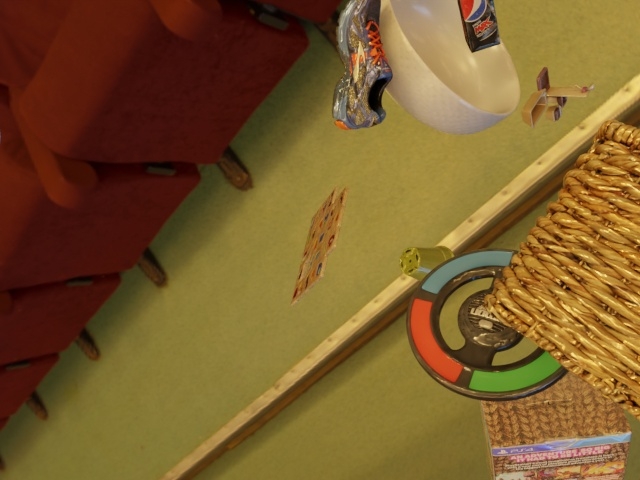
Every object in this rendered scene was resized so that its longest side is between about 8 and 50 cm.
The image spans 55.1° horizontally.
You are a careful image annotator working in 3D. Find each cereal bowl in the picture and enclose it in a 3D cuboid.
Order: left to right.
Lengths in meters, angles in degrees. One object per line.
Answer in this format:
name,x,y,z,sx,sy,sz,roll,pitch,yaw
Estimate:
cereal bowl,0.206,-0.332,1.136,0.141,0.339,0.339,-37,78,43

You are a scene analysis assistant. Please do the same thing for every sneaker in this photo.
sneaker,0.079,-0.283,0.977,0.087,0.083,0.221,16,114,34

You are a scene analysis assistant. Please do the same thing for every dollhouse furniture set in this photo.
dollhouse furniture set,0.371,-0.200,0.951,0.081,0.114,0.091,12,140,38

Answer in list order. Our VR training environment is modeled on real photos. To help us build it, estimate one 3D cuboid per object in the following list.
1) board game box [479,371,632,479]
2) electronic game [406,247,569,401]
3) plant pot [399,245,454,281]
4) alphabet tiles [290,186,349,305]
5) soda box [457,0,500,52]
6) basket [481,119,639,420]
board game box,0.434,0.392,1.166,0.232,0.141,0.291,-9,131,9
electronic game,0.228,0.104,0.813,0.229,0.229,0.048,15,149,29
plant pot,0.187,0.044,1.111,0.083,0.079,0.083,-19,65,49
alphabet tiles,0.000,0.000,1.134,0.237,0.009,0.198,131,155,-63
soda box,0.262,-0.412,1.044,0.053,0.060,0.169,-16,127,12
basket,0.357,0.060,0.596,0.299,0.213,0.223,38,104,31
